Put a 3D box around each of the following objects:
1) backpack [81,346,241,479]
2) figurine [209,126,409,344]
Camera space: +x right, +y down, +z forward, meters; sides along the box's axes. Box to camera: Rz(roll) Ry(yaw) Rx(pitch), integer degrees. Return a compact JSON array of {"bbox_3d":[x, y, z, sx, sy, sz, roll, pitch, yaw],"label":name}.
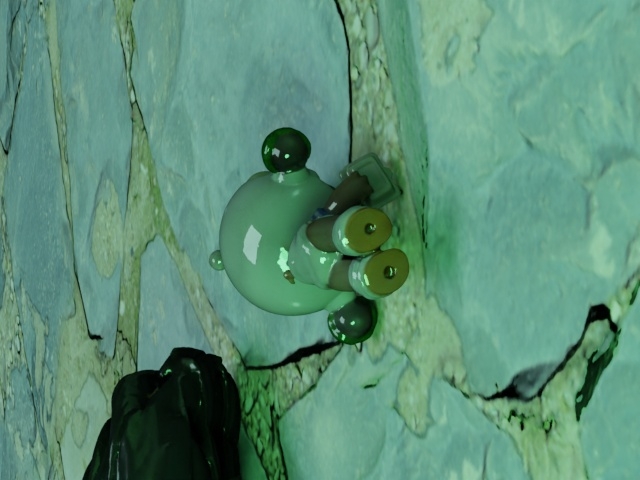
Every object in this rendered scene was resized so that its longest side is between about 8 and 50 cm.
[{"bbox_3d":[-0.112,0.207,1.115,0.206,0.133,0.258,62,-151,-74],"label":"backpack"},{"bbox_3d":[0.001,-0.001,0.929,0.197,0.093,0.147,-3,112,58],"label":"figurine"}]
